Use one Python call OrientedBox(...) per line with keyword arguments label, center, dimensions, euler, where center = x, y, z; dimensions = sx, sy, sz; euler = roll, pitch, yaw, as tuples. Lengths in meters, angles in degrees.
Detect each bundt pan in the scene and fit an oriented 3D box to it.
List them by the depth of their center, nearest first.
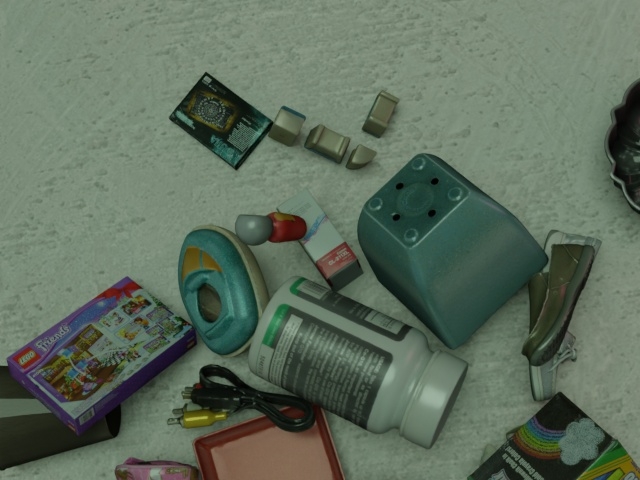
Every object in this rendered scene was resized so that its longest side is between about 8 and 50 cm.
OrientedBox(label="bundt pan", center=(0.686, -0.157, 1.909), dimensions=(0.330, 0.124, 0.331), euler=(-2, 75, 8))

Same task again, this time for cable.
OrientedBox(label="cable", center=(-0.140, 0.306, 1.947), dimensions=(0.287, 0.072, 0.139), euler=(6, 38, 13))

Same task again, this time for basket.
OrientedBox(label="basket", center=(-0.506, 0.326, 1.972), dimensions=(0.226, 0.154, 0.204), euler=(-6, 94, 3))

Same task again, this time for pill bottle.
OrientedBox(label="pill bottle", center=(0.069, 0.223, 1.873), dimensions=(0.361, 0.204, 0.204), euler=(24, 81, 14))

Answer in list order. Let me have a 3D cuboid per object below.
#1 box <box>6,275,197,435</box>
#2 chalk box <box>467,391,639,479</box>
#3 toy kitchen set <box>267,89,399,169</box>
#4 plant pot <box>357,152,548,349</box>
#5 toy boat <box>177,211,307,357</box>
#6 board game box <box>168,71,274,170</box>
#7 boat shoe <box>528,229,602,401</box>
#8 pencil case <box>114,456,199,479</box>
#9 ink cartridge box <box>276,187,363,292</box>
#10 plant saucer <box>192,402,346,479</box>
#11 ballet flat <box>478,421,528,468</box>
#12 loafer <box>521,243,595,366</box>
OrientedBox(label="box", center=(-0.405, 0.208, 1.940), dimensions=(0.201, 0.057, 0.293), euler=(34, 52, 27))
OrientedBox(label="chalk box", center=(0.387, 0.440, 1.747), dimensions=(0.289, 0.180, 0.179), euler=(-43, 119, -1))
OrientedBox(label="toy kitchen set", center=(0.026, -0.246, 2.062), dimensions=(0.207, 0.122, 0.166), euler=(25, 81, -6))
OrientedBox(label="plant pot", center=(0.210, -0.008, 1.843), dimensions=(0.248, 0.252, 0.247), euler=(-43, 50, -3))
OrientedBox(label="toy boat", center=(-0.164, 0.050, 1.925), dimensions=(0.318, 0.148, 0.267), euler=(-46, 61, 33))
OrientedBox(label="board game box", center=(-0.204, -0.246, 2.126), dimensions=(0.186, 0.026, 0.126), euler=(38, 85, 15))
OrientedBox(label="boat shoe", center=(0.439, 0.137, 1.882), dimensions=(0.103, 0.118, 0.320), euler=(8, 71, 16))
OrientedBox(label="pencil case", center=(-0.297, 0.587, 1.867), dimensions=(0.167, 0.160, 0.386), euler=(1, 76, -4))
OrientedBox(label="ink cartridge box", center=(0.000, 0.000, 1.979), dimensions=(0.072, 0.127, 0.175), euler=(-35, 74, -2))
OrientedBox(label="plant saucer", center=(-0.081, 0.454, 1.922), dimensions=(0.258, 0.048, 0.259), euler=(-20, 75, 4))
OrientedBox(label="ballet flat", center=(0.346, 0.384, 1.863), dimensions=(0.221, 0.077, 0.079), euler=(-34, 55, -5))
OrientedBox(label="loafer", center=(0.398, 0.106, 1.800), dimensions=(0.087, 0.094, 0.251), euler=(20, 60, 20))
